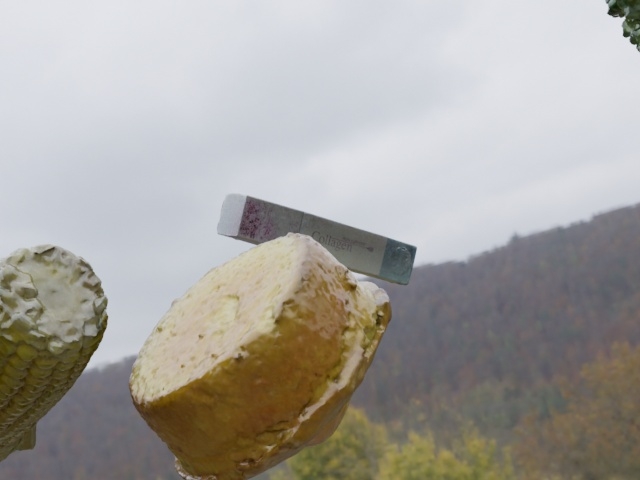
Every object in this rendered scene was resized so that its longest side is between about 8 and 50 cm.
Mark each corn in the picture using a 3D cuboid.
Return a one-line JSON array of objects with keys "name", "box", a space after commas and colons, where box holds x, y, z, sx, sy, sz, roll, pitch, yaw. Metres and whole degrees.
[{"name": "corn", "box": [-0.294, 0.117, 0.898, 0.131, 0.131, 0.344, -5, -22, -43]}]

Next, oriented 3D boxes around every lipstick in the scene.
[{"name": "lipstick", "box": [0.000, 0.000, 1.561, 0.317, 0.066, 0.068, 16, -4, -33]}]

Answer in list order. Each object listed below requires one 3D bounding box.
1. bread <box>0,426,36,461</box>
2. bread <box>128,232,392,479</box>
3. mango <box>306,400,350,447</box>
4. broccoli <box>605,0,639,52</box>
[{"name": "bread", "box": [-0.407, 0.151, 1.257, 0.130, 0.152, 0.267, 7, -47, -5]}, {"name": "bread", "box": [-0.061, 0.113, 0.985, 0.268, 0.145, 0.268, -36, 22, 17]}, {"name": "mango", "box": [-0.021, 0.239, 1.588, 0.145, 0.112, 0.219, -38, -25, -21]}, {"name": "broccoli", "box": [0.533, -0.217, 0.986, 0.353, 0.274, 0.397, -19, -3, -41]}]
